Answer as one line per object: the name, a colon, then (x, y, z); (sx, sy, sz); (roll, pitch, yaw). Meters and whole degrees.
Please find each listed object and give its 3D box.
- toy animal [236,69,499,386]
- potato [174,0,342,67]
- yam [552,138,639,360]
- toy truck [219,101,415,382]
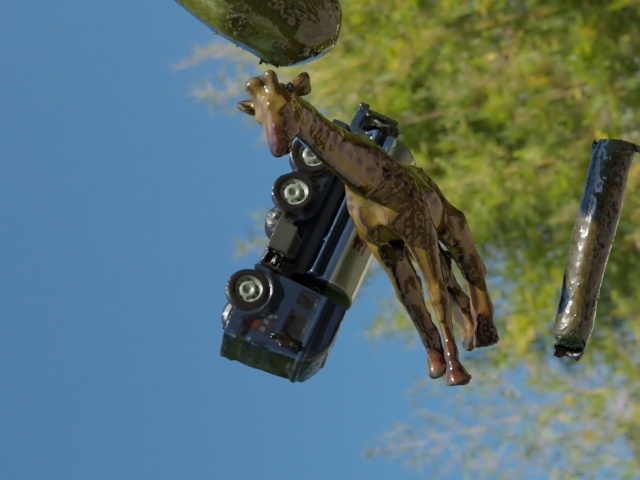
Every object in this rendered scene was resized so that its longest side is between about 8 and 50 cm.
toy animal: (0.038, -0.017, 0.966); (0.275, 0.054, 0.149); (57, -153, -31)
potato: (-0.065, -0.185, 1.055); (0.188, 0.085, 0.105); (39, -140, -11)
yam: (0.159, 0.006, 0.914); (0.027, 0.033, 0.129); (21, -100, -57)
toy truck: (0.000, 0.000, 1.096); (0.074, 0.088, 0.202); (110, -175, -67)
